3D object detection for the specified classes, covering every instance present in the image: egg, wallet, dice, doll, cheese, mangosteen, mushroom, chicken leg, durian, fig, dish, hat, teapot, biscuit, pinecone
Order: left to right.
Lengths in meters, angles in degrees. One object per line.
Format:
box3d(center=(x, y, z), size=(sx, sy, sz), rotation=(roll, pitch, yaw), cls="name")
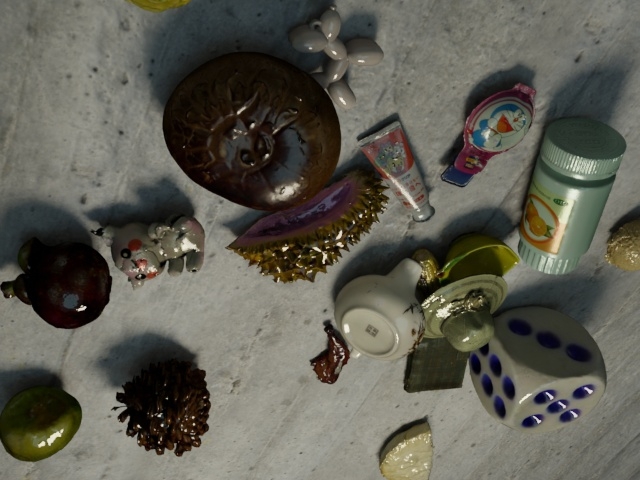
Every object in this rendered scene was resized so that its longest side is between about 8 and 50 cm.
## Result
box3d(center=(-0.621, 0.400, 1.526), size=(0.167, 0.167, 0.234), rotation=(14, 161, -29), cls="fig")
box3d(center=(-0.473, 0.076, 1.269), size=(0.184, 0.172, 0.172), rotation=(30, 117, -15), cls="mangosteen")
box3d(center=(-0.312, 0.009, 1.306), size=(0.192, 0.095, 0.149), rotation=(-18, 128, -1), cls="doll")
box3d(center=(-0.348, 0.367, 1.545), size=(0.222, 0.221, 0.221), rotation=(-10, 133, -11), cls="pinecone")
box3d(center=(-0.113, -0.167, 1.148), size=(0.297, 0.163, 0.278), rotation=(17, 128, -6), cls="mushroom")
box3d(center=(0.001, -0.001, 1.392), size=(0.341, 0.112, 0.191), rotation=(-28, 131, 4), cls="durian")
box3d(center=(0.018, -0.308, 1.160), size=(0.160, 0.059, 0.161), rotation=(12, 126, -30), cls="doll")
box3d(center=(0.030, 0.284, 1.705), size=(0.093, 0.053, 0.205), rotation=(11, 123, -9), cls="chicken leg")
box3d(center=(0.128, 0.177, 1.573), size=(0.209, 0.165, 0.299), rotation=(26, 142, -1), cls="teapot")
box3d(center=(0.263, 0.664, 2.098), size=(0.179, 0.084, 0.281), rotation=(-17, 134, -5), cls="biscuit")
box3d(center=(0.309, 0.281, 1.799), size=(0.169, 0.044, 0.316), rotation=(-6, 131, -9), cls="wallet")
box3d(center=(0.337, 0.194, 1.595), size=(0.252, 0.110, 0.252), rotation=(-15, 142, -12), cls="hat")
box3d(center=(0.342, 0.038, 1.568), size=(0.208, 0.080, 0.148), rotation=(-6, 136, -16), cls="dish")
box3d(center=(0.330, -0.201, 1.362), size=(0.155, 0.062, 0.244), rotation=(16, 124, -32), cls="cheese")
box3d(center=(0.546, 0.330, 1.778), size=(0.252, 0.259, 0.243), rotation=(-4, 130, -15), cls="dice")
box3d(center=(0.757, 0.012, 1.672), size=(0.140, 0.118, 0.116), rotation=(-60, 166, 21), cls="egg")

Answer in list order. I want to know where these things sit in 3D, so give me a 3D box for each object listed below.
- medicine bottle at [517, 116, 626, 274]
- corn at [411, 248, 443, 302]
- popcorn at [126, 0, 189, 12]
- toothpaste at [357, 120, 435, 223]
box3d(center=(0.516, -0.085, 1.464), size=(0.158, 0.158, 0.318), rotation=(-9, 132, -11), cls="medicine bottle")
box3d(center=(0.254, 0.099, 1.601), size=(0.072, 0.072, 0.203), rotation=(-24, 133, 3), cls="corn")
box3d(center=(-0.200, -0.410, 0.874), size=(0.181, 0.217, 0.234), rotation=(26, 81, -11), cls="popcorn")
box3d(center=(0.161, -0.131, 1.379), size=(0.089, 0.057, 0.234), rotation=(-28, 126, 10), cls="toothpaste")
